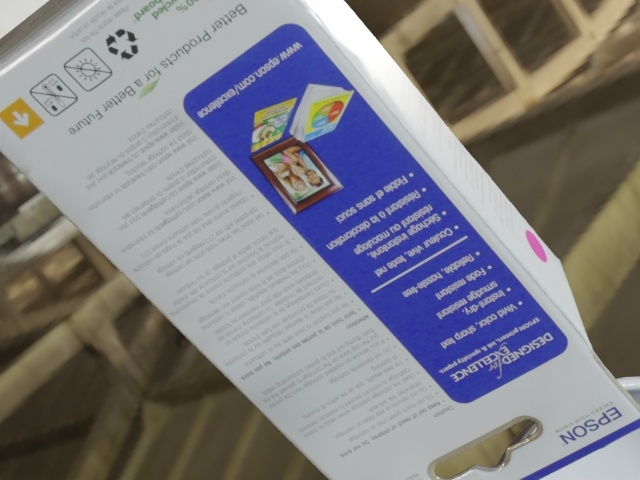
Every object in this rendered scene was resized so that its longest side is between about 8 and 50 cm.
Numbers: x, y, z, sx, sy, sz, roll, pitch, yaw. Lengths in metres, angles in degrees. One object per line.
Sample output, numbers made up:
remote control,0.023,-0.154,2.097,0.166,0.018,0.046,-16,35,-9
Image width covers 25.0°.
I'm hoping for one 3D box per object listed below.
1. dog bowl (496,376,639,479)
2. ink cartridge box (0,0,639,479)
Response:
dog bowl,0.281,0.259,1.294,0.265,0.265,0.104,-38,172,-12
ink cartridge box,0.000,0.000,0.764,0.175,0.371,0.069,-32,-158,24
